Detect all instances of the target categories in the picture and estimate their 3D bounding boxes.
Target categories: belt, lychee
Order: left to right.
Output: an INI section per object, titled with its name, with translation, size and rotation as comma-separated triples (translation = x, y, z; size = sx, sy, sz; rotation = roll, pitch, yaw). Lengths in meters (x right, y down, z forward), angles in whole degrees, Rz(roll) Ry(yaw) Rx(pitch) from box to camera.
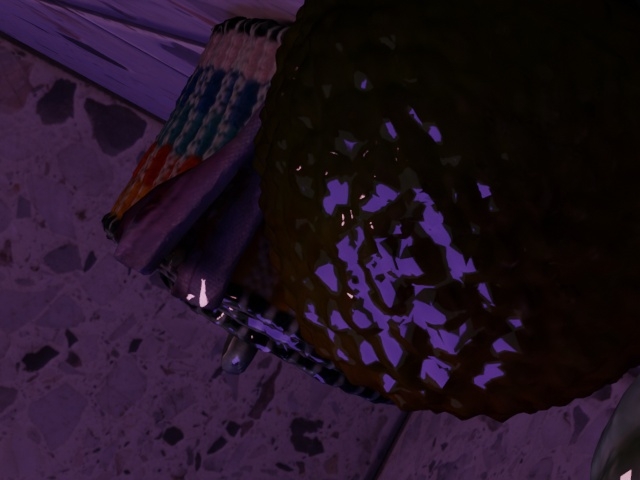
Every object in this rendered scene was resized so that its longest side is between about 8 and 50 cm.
[belt]
translation = 0.000, 0.000, 0.830
size = 0.207, 0.160, 0.295
rotation = 28, 180, -7
[lychee]
translation = 0.041, -0.014, 0.384
size = 0.114, 0.114, 0.146
rotation = 27, 162, 30

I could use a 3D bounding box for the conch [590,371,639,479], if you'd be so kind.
[conch]
translation = 0.210, 0.104, 0.600
size = 0.220, 0.195, 0.277
rotation = 8, 156, -2
